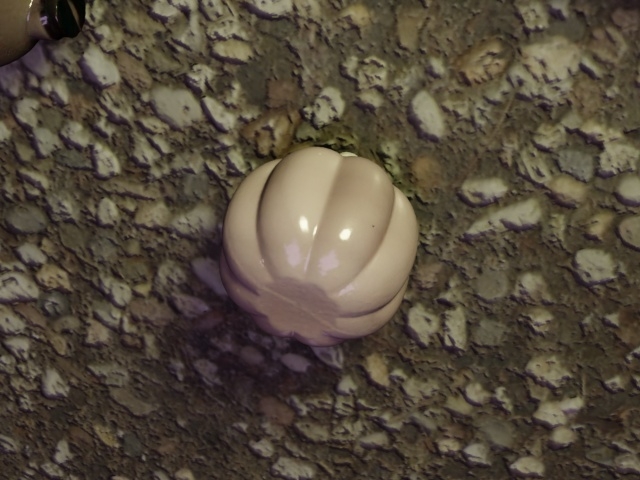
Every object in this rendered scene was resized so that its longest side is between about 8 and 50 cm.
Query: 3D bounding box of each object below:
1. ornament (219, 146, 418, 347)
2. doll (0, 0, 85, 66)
[{"bbox_3d":[0.000,0.000,1.124,0.177,0.177,0.178,6,124,9],"label":"ornament"},{"bbox_3d":[-0.332,-0.200,1.085,0.257,0.117,0.182,-7,126,14],"label":"doll"}]
